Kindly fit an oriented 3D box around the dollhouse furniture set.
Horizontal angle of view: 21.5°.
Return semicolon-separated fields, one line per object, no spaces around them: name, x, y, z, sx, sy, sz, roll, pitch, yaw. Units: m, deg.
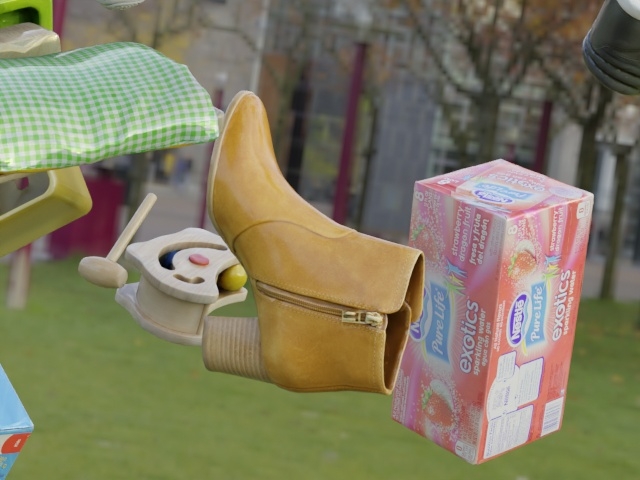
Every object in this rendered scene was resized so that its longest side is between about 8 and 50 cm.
dollhouse furniture set;-0.215;-0.139;1.025;0.197;0.151;0.301;-18;23;-25

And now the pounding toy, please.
pounding toy;-0.174;0.033;2.208;0.154;0.155;0.269;27;25;27

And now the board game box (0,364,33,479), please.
board game box;-0.474;0.204;1.897;0.086;0.302;0.308;0;42;-42

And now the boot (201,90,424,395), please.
boot;0.000;0.001;1.627;0.211;0.295;0.104;1;-7;22

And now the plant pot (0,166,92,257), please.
plant pot;-0.368;-0.081;1.838;0.212;0.212;0.187;-26;-17;12

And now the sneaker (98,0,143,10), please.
sneaker;-0.219;-0.429;2.204;0.101;0.268;0.153;51;4;39

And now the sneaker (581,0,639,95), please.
sneaker;0.422;-0.221;1.871;0.296;0.104;0.147;7;-32;-22

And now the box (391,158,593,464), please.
box;0.189;0.078;1.893;0.154;0.300;0.142;-16;30;-41
